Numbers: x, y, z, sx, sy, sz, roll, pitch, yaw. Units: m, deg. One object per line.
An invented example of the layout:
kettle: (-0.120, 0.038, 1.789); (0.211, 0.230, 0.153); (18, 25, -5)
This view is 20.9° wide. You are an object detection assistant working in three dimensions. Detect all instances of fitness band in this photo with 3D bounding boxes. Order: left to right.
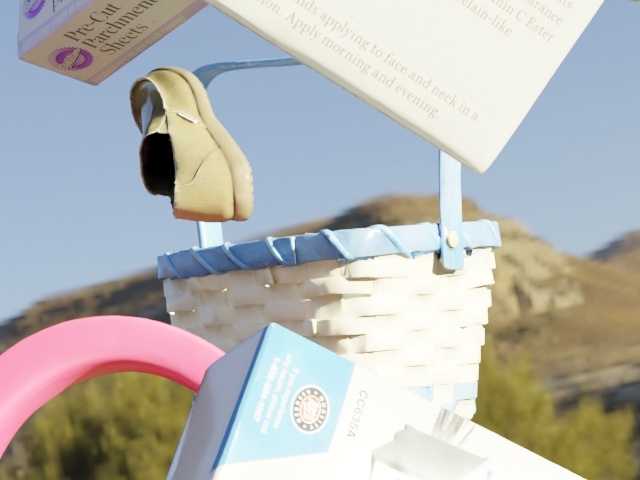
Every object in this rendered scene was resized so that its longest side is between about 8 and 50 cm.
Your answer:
fitness band: (-0.121, 0.183, 0.922); (0.209, 0.290, 0.054); (14, -14, 12)

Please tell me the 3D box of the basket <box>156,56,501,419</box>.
basket: (0.000, 0.000, 1.289); (0.255, 0.289, 0.201); (-3, 3, 42)

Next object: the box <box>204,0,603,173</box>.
box: (0.002, -0.140, 0.702); (0.181, 0.119, 0.182); (31, 9, -23)

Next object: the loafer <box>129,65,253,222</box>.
loafer: (-0.086, -0.058, 1.024); (0.050, 0.056, 0.148); (-11, 32, -23)

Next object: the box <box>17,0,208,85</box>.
box: (-0.063, -0.192, 1.025); (0.067, 0.063, 0.324); (20, -35, -39)

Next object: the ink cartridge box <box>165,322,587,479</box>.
ink cartridge box: (0.024, 0.143, 0.771); (0.191, 0.139, 0.082); (26, -29, -14)
